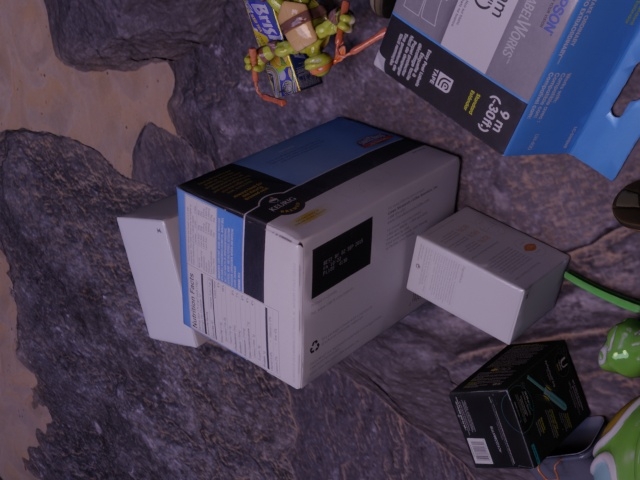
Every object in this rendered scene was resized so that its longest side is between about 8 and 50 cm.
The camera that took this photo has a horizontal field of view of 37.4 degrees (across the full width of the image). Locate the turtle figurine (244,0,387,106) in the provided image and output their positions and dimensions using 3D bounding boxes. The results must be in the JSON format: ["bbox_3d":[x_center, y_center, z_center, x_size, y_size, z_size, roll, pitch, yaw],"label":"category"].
[{"bbox_3d":[-0.023,-0.322,1.332,0.270,0.087,0.217,-15,103,47],"label":"turtle figurine"}]

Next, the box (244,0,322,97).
[{"bbox_3d":[-0.059,-0.308,1.438,0.059,0.054,0.168,-7,105,45],"label":"box"}]

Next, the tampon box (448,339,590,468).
[{"bbox_3d":[0.279,0.227,1.316,0.101,0.161,0.120,-13,100,46],"label":"tampon box"}]

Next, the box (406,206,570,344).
[{"bbox_3d":[0.228,0.044,1.293,0.170,0.130,0.091,30,128,30],"label":"box"}]

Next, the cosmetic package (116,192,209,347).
[{"bbox_3d":[-0.198,0.031,1.618,0.138,0.225,0.224,4,112,42],"label":"cosmetic package"}]

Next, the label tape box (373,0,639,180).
[{"bbox_3d":[0.249,-0.239,1.146,0.334,0.106,0.240,39,133,22],"label":"label tape box"}]

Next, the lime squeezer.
[{"bbox_3d":[0.440,0.068,1.161,0.310,0.059,0.110,-15,100,47],"label":"lime squeezer"}]

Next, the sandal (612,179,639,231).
[{"bbox_3d":[0.449,-0.025,1.102,0.219,0.090,0.060,5,136,34],"label":"sandal"}]

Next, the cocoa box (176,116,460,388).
[{"bbox_3d":[0.000,0.000,1.326,0.228,0.347,0.231,24,126,34],"label":"cocoa box"}]

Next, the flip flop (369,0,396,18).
[{"bbox_3d":[0.115,-0.414,1.197,0.080,0.112,0.277,53,144,30],"label":"flip flop"}]

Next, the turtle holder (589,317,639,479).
[{"bbox_3d":[0.428,0.276,1.147,0.320,0.243,0.227,47,158,-3],"label":"turtle holder"}]

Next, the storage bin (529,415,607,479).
[{"bbox_3d":[0.358,0.320,1.347,0.135,0.098,0.091,-23,104,47],"label":"storage bin"}]
